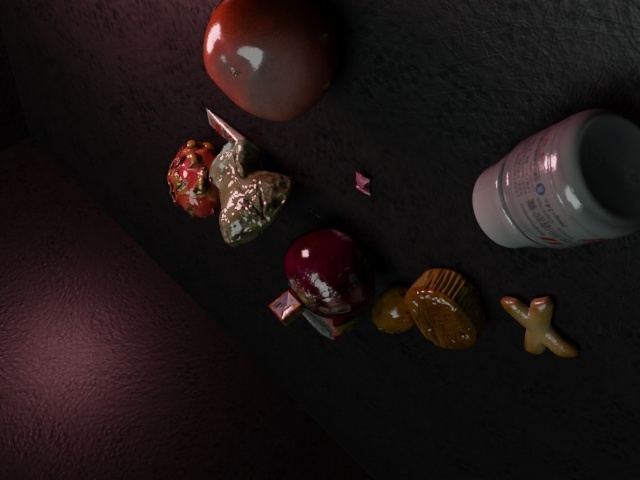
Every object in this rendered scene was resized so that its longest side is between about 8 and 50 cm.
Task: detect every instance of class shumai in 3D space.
[{"bbox_3d":[-0.277,-0.170,1.894,0.288,0.330,0.292,44,176,-15],"label":"shumai"}]

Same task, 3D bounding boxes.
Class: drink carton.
[{"bbox_3d":[-0.119,0.249,1.991,0.071,0.096,0.223,50,172,11],"label":"drink carton"}]

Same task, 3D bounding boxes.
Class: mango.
[{"bbox_3d":[0.254,0.244,1.910,0.248,0.151,0.155,127,130,-65],"label":"mango"}]

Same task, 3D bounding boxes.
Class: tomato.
[{"bbox_3d":[-0.135,-0.460,1.395,0.342,0.272,0.341,11,128,15],"label":"tomato"}]

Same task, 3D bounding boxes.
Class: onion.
[{"bbox_3d":[0.030,0.087,1.864,0.337,0.282,0.260,30,147,45],"label":"onion"}]

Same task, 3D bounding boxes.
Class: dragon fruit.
[{"bbox_3d":[-0.455,-0.246,2.116,0.269,0.250,0.290,1,111,44],"label":"dragon fruit"},{"bbox_3d":[0.029,0.237,2.135,0.291,0.189,0.290,41,156,23],"label":"dragon fruit"}]

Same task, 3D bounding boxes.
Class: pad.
[{"bbox_3d":[0.000,0.000,2.054,0.170,0.006,0.245,39,149,14],"label":"pad"}]

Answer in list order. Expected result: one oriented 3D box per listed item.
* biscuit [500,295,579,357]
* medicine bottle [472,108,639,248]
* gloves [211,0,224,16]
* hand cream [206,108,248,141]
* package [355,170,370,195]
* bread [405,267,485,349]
[{"bbox_3d":[0.613,0.244,1.541,0.164,0.047,0.207,-6,122,54],"label":"biscuit"},{"bbox_3d":[0.481,-0.104,1.110,0.245,0.245,0.306,50,159,-5],"label":"medicine bottle"},{"bbox_3d":[-0.213,-0.641,1.482,0.142,0.119,0.285,45,135,4],"label":"gloves"},{"bbox_3d":[-0.338,-0.395,1.986,0.234,0.050,0.080,40,153,24],"label":"hand cream"},{"bbox_3d":[0.130,-0.175,1.671,0.059,0.029,0.083,37,157,23],"label":"package"},{"bbox_3d":[0.387,0.216,1.699,0.228,0.142,0.253,0,124,42],"label":"bread"}]
